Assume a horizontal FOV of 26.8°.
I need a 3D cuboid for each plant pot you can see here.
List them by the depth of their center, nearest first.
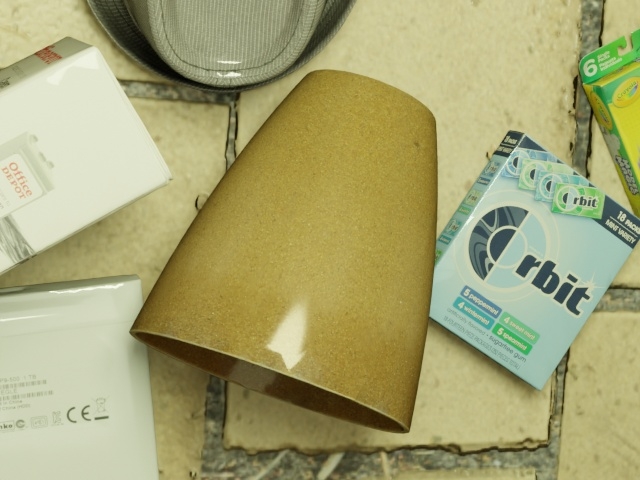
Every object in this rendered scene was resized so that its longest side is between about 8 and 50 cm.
[{"bbox_3d":[0.000,0.000,1.100,0.237,0.237,0.254,24,77,-17],"label":"plant pot"}]

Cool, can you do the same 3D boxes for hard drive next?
[{"bbox_3d":[-0.254,0.216,1.142,0.233,0.047,0.353,-6,100,-14],"label":"hard drive"}]

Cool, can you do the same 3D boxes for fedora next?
[{"bbox_3d":[-0.069,-0.230,1.039,0.243,0.124,0.276,9,116,-14],"label":"fedora"}]

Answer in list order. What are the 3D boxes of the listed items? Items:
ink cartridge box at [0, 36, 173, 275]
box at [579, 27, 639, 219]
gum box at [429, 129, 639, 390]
[{"bbox_3d":[-0.274,-0.039,1.010,0.283,0.207,0.117,-30,107,-9],"label":"ink cartridge box"},{"bbox_3d":[0.316,-0.109,1.243,0.105,0.043,0.179,-29,104,-9],"label":"box"},{"bbox_3d":[0.187,0.019,1.229,0.157,0.041,0.184,34,88,-17],"label":"gum box"}]
